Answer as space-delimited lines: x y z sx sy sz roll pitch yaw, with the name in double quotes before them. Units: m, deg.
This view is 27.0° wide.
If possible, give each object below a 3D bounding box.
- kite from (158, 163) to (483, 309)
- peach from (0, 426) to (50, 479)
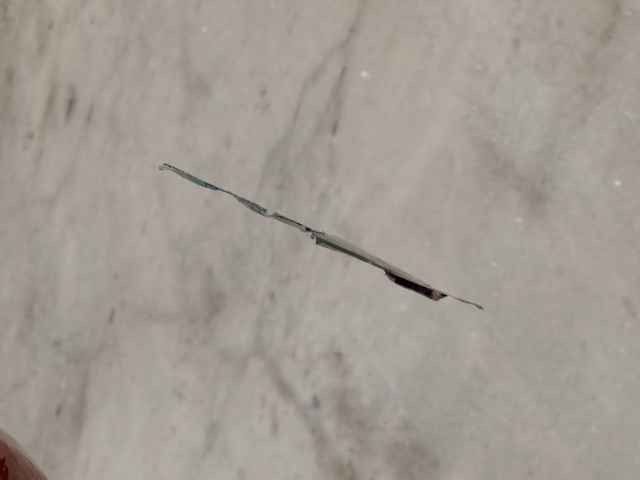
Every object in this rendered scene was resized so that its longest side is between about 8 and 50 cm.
"kite" 0.001 -0.001 0.940 0.229 0.250 0.012 -102 37 -89
"peach" -0.253 0.209 0.832 0.232 0.257 0.232 -179 90 -67
